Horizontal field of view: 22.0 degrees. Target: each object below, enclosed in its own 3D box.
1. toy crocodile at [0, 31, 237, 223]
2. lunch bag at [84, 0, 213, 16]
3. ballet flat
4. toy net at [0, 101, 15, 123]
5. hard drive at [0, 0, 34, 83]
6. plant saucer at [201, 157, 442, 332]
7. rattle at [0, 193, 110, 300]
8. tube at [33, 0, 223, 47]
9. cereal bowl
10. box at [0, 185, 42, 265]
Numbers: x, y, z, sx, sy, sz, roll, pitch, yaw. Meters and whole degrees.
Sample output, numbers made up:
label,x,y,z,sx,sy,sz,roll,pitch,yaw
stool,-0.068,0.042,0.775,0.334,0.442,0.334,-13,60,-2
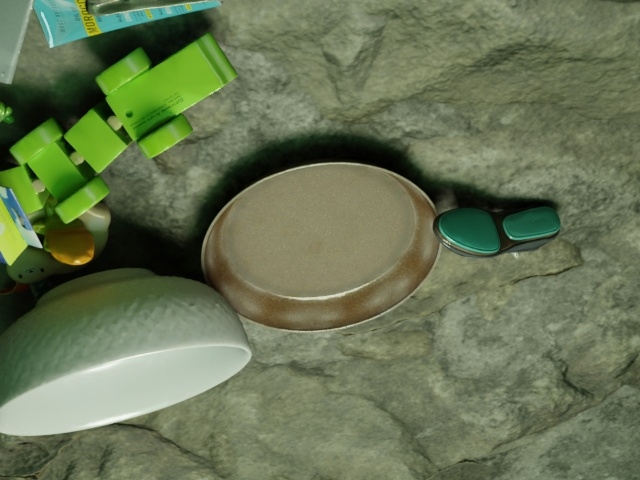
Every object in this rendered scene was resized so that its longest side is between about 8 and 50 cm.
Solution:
label,x,y,z,sx,sy,sz,roll,pitch,yaw
toy crocodile,-0.245,-0.126,1.896,0.340,0.105,0.115,-35,99,16
lunch bag,-0.108,-0.366,1.633,0.287,0.169,0.235,-9,133,-13
ballet flat,0.217,-0.005,2.110,0.203,0.074,0.074,-6,139,-33
toy net,-0.456,-0.168,1.830,0.122,0.045,0.232,-18,141,32
hard drive,-0.370,-0.239,1.803,0.094,0.022,0.135,14,131,-14
plant saucer,0.000,0.000,2.107,0.311,0.050,0.310,-6,135,-6
rattle,-0.333,0.044,2.028,0.130,0.142,0.199,11,129,-46
tube,-0.212,-0.265,1.802,0.207,0.052,0.080,-10,123,9
cereal bowl,-0.266,0.129,2.081,0.339,0.141,0.339,-16,163,-5
box,-0.421,-0.034,1.925,0.178,0.042,0.109,16,146,30
